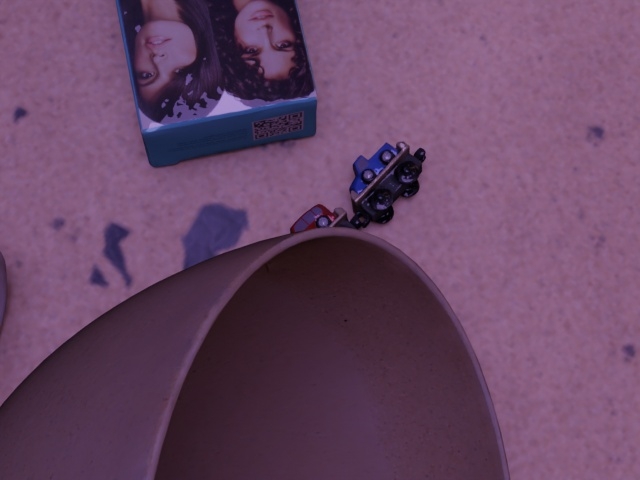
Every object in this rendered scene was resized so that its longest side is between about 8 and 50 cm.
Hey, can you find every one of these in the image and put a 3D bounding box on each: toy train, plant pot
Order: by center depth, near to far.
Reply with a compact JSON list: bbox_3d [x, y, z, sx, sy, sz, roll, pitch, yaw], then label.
[{"bbox_3d":[-0.057,0.146,0.479,0.191,0.284,0.284,-8,73,31],"label":"plant pot"},{"bbox_3d":[0.000,0.000,0.619,0.036,0.027,0.158,41,78,19],"label":"toy train"}]

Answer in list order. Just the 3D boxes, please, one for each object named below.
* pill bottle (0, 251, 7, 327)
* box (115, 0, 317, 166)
[{"bbox_3d":[-0.253,0.025,0.570,0.160,0.087,0.087,15,76,2],"label":"pill bottle"},{"bbox_3d":[-0.075,-0.173,0.641,0.100,0.060,0.244,-12,77,-5],"label":"box"}]
